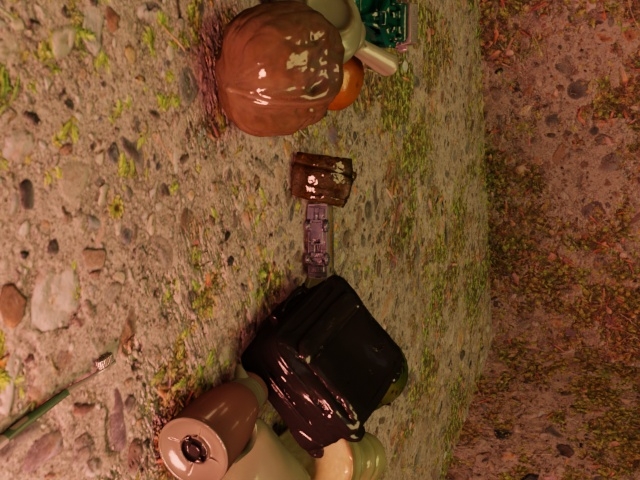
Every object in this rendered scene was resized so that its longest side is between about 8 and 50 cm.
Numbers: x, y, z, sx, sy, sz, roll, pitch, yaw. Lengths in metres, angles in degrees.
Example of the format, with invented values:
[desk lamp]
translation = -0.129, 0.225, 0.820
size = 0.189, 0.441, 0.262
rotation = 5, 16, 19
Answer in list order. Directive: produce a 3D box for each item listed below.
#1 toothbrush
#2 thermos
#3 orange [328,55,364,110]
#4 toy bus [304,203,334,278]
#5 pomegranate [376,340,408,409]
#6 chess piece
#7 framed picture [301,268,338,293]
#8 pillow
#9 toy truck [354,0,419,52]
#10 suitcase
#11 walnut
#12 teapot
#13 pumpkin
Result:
[toothbrush]
translation = -0.404, 0.244, 1.067
size = 0.257, 0.018, 0.024
rotation = -41, 130, -54
[thermos]
translation = -0.192, 0.372, 1.406
size = 0.265, 0.146, 0.176
rotation = -36, 117, -66
[orange]
translation = 0.036, -0.398, 1.704
size = 0.156, 0.124, 0.156
rotation = -49, 151, -39
[toy bus]
translation = 0.000, 0.000, 1.791
size = 0.075, 0.064, 0.191
rotation = -18, 108, -69
[pomegranate]
translation = 0.111, 0.351, 1.942
size = 0.254, 0.270, 0.254
rotation = -43, 165, -14
[chess piece]
translation = 0.036, 0.600, 1.868
size = 0.442, 0.234, 0.234
rotation = 39, 62, -67
[framed picture]
translation = 0.008, 0.133, 1.902
size = 0.150, 0.015, 0.203
rotation = -68, 150, -29
[pillow]
translation = -0.155, 0.580, 1.507
size = 0.255, 0.119, 0.322
rotation = 56, 46, -23
[toy truck]
translation = 0.141, -0.568, 1.822
size = 0.363, 0.178, 0.177
rotation = -29, 122, -63
[suitcase]
translation = 0.009, 0.277, 1.638
size = 0.339, 0.188, 0.345
rotation = 52, 39, -4
[walnut]
translation = -0.082, -0.331, 1.345
size = 0.227, 0.273, 0.273
rotation = 63, 26, 7
[teapot]
translation = 0.034, -0.442, 1.544
size = 0.318, 0.149, 0.220
rotation = 36, 60, -13
[pumpkin]
translation = 0.033, -0.151, 1.755
size = 0.248, 0.126, 0.131
rotation = -11, 108, -64
